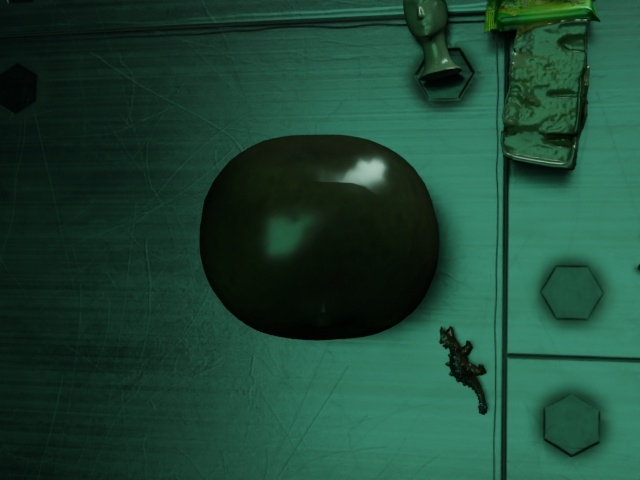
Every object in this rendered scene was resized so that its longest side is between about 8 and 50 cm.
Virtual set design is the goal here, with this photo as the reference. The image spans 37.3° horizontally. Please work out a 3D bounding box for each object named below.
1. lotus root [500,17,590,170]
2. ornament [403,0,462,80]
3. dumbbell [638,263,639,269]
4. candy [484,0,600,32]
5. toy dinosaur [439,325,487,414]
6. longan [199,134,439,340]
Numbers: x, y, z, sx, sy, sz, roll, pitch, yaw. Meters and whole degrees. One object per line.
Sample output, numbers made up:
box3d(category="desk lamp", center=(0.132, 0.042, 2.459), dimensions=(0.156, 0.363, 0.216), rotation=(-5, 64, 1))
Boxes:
box3d(category="lotus root", center=(0.354, -0.223, 1.472), dimensions=(0.118, 0.138, 0.235), rotation=(7, 87, 19))
box3d(category="ornament", center=(0.179, -0.346, 1.553), dimensions=(0.074, 0.081, 0.156), rotation=(-13, 86, 26))
box3d(category="dumbbell", center=(0.524, 0.017, 1.442), dimensions=(0.069, 0.069, 0.147), rotation=(10, 86, 14))
box3d(category="candy", center=(0.353, -0.368, 1.512), dimensions=(0.178, 0.102, 0.032), rotation=(-2, 128, 16))
box3d(category="toy dinosaur", center=(0.230, 0.203, 1.501), dimensions=(0.055, 0.049, 0.154), rotation=(-26, 74, 7))
box3d(category="longan", center=(0.000, 0.000, 1.424), dimensions=(0.360, 0.361, 0.361), rotation=(-1, 84, 13))
